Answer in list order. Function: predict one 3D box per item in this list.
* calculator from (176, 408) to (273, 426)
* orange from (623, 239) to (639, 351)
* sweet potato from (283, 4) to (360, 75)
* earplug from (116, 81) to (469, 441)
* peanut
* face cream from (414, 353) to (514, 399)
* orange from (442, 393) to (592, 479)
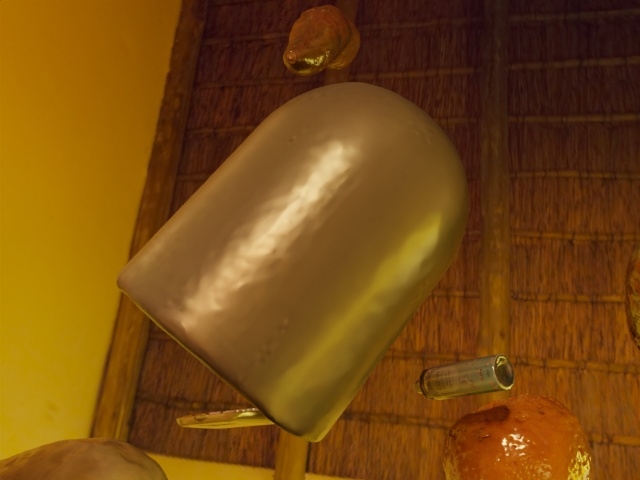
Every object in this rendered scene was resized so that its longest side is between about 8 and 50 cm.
[{"bbox_3d":[-0.170,0.343,1.177,0.157,0.236,0.033,-11,-109,22],"label":"calculator"},{"bbox_3d":[0.554,0.053,0.787,0.329,0.249,0.329,-17,-51,-23],"label":"orange"},{"bbox_3d":[-0.001,-0.297,0.902,0.097,0.292,0.097,4,-71,13],"label":"sweet potato"},{"bbox_3d":[0.000,0.000,0.759,0.313,0.312,0.394,42,-98,-8],"label":"earplug"},{"bbox_3d":[-0.196,0.209,0.419,0.224,0.129,0.129,-22,-71,28],"label":"peanut"},{"bbox_3d":[0.297,0.297,1.309,0.229,0.075,0.075,-26,-71,45],"label":"face cream"},{"bbox_3d":[0.468,0.529,1.448,0.341,0.341,0.293,-26,-104,25],"label":"orange"}]
